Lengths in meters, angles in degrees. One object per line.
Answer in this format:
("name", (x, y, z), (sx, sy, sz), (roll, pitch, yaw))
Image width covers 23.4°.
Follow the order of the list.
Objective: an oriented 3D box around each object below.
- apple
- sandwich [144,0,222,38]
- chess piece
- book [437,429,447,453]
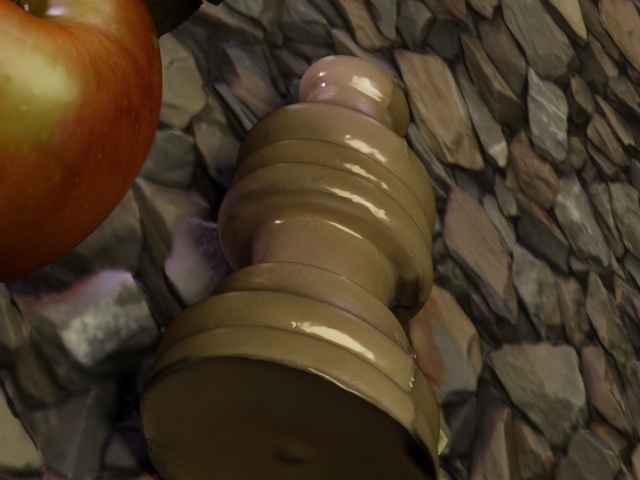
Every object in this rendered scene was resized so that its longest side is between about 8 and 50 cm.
("apple", (-0.143, -0.062, 0.625), (0.163, 0.139, 0.163), (25, 43, -26))
("sandwich", (-0.154, -0.186, 0.723), (0.235, 0.079, 0.159), (38, -6, -29))
("chess piece", (0.000, 0.000, 0.805), (0.139, 0.124, 0.307), (8, 41, 0))
("book", (0.029, 0.107, 0.838), (0.077, 0.014, 0.111), (56, 33, -8))
